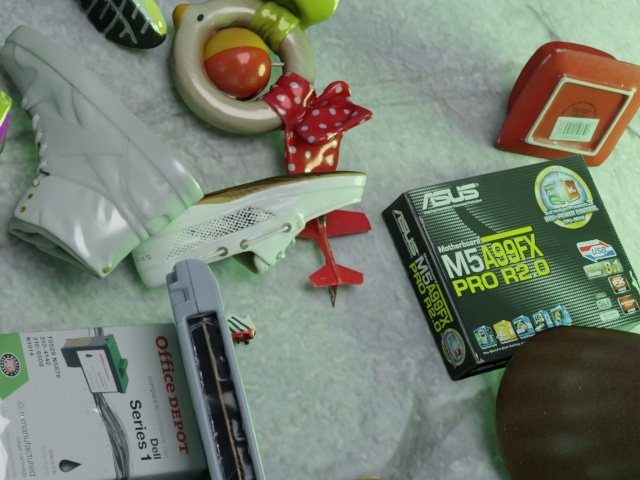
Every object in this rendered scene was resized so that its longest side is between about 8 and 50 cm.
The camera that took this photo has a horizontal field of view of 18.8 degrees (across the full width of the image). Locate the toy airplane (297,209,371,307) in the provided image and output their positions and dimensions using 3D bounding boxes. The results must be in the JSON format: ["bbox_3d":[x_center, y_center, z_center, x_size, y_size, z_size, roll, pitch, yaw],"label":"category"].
[{"bbox_3d":[0.000,0.000,2.128,0.151,0.028,0.151,13,59,-24],"label":"toy airplane"}]

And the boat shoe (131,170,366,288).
[{"bbox_3d":[-0.074,-0.011,2.057,0.277,0.098,0.096,-15,96,-21],"label":"boat shoe"}]

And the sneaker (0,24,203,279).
[{"bbox_3d":[-0.274,-0.087,1.970,0.169,0.108,0.292,-43,62,-8],"label":"sneaker"}]

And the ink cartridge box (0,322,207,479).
[{"bbox_3d":[-0.235,0.171,1.870,0.219,0.092,0.160,-4,68,-30],"label":"ink cartridge box"}]

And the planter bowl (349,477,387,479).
[{"bbox_3d":[0.085,0.332,1.966,0.217,0.090,0.217,13,60,-24],"label":"planter bowl"}]

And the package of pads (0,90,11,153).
[{"bbox_3d":[-0.467,-0.097,1.841,0.296,0.101,0.229,23,56,-2],"label":"package of pads"}]

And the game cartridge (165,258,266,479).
[{"bbox_3d":[-0.092,0.182,1.882,0.060,0.196,0.294,-12,72,-7],"label":"game cartridge"}]

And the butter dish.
[{"bbox_3d":[0.294,-0.184,2.329,0.160,0.160,0.118,9,39,-25],"label":"butter dish"}]

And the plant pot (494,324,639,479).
[{"bbox_3d":[0.340,0.189,2.060,0.215,0.230,0.215,5,81,-31],"label":"plant pot"}]

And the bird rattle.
[{"bbox_3d":[-0.066,-0.187,2.160,0.207,0.143,0.253,-4,80,-18],"label":"bird rattle"}]

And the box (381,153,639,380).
[{"bbox_3d":[0.228,0.027,2.220,0.270,0.060,0.216,-12,73,-33],"label":"box"}]

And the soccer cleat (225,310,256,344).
[{"bbox_3d":[-0.106,0.090,2.025,0.083,0.029,0.036,4,55,-31],"label":"soccer cleat"}]

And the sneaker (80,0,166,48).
[{"bbox_3d":[-0.230,-0.304,2.125,0.208,0.081,0.094,50,51,3],"label":"sneaker"}]
